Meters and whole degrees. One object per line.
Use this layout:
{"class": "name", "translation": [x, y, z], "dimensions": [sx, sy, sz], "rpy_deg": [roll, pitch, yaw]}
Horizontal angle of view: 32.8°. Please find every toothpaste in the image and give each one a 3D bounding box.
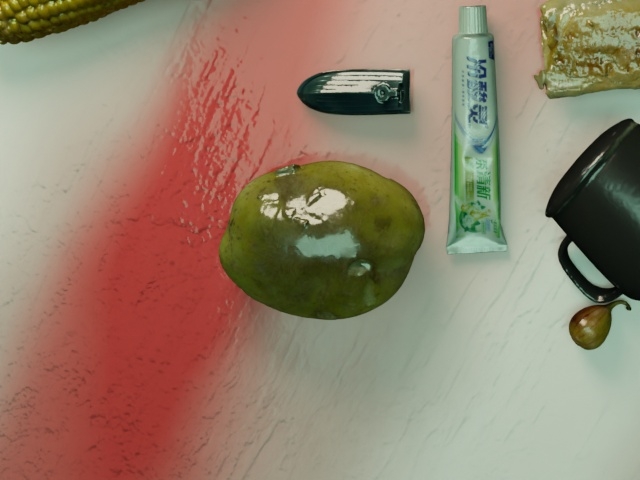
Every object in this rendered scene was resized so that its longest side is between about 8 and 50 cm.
{"class": "toothpaste", "translation": [0.184, -0.129, 1.301], "dimensions": [0.074, 0.048, 0.297], "rpy_deg": [-1, 103, 6]}

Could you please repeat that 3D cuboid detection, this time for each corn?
{"class": "corn", "translation": [-0.230, -0.348, 1.279], "dimensions": [0.387, 0.144, 0.144], "rpy_deg": [-18, 96, 14]}

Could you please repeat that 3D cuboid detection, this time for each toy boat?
{"class": "toy boat", "translation": [0.038, -0.178, 1.307], "dimensions": [0.141, 0.060, 0.055], "rpy_deg": [1, 100, 15]}

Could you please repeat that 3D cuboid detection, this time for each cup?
{"class": "cup", "translation": [0.346, -0.020, 1.245], "dimensions": [0.176, 0.169, 0.223], "rpy_deg": [40, 133, 4]}

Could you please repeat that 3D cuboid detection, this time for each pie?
{"class": "pie", "translation": [0.382, -0.235, 1.239], "dimensions": [0.282, 0.068, 0.129], "rpy_deg": [-7, 97, 10]}

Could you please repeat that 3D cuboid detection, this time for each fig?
{"class": "fig", "translation": [0.338, 0.097, 1.315], "dimensions": [0.083, 0.050, 0.050], "rpy_deg": [-34, 93, -5]}

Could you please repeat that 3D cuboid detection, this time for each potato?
{"class": "potato", "translation": [0.000, -0.002, 1.297], "dimensions": [0.228, 0.148, 0.197], "rpy_deg": [22, 87, 7]}
